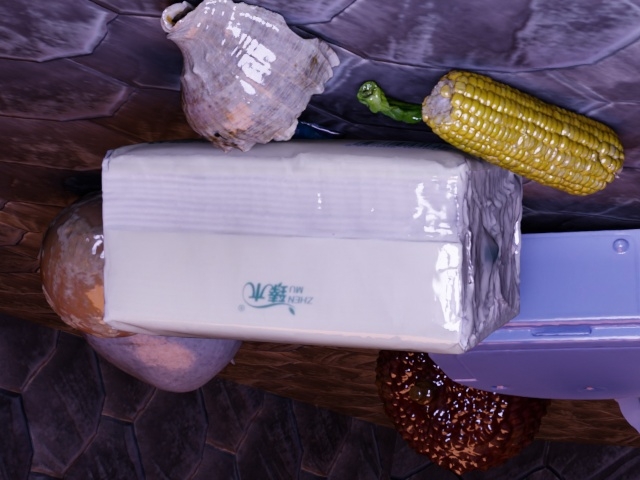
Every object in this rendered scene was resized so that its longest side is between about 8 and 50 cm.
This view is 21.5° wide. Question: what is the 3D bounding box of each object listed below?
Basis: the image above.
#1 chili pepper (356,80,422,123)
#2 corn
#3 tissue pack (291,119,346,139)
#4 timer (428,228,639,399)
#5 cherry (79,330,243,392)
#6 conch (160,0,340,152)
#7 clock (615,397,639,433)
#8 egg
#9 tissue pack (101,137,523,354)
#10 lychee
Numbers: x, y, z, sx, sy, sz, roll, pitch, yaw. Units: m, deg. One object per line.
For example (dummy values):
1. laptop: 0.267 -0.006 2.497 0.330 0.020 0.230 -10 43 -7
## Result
1. chili pepper: 0.068 -0.133 1.663 0.091 0.030 0.034 18 141 -43
2. corn: 0.197 -0.099 1.602 0.238 0.080 0.080 16 167 -32
3. tissue pack: -0.023 -0.108 1.863 0.085 0.028 0.138 11 165 -6
4. timer: 0.324 0.087 2.099 0.395 0.173 0.395 1 163 0
5. cherry: -0.242 0.119 2.625 0.296 0.218 0.255 25 168 -35
6. conch: -0.067 -0.160 1.550 0.155 0.130 0.207 -27 133 11
7. clock: 0.578 0.194 2.486 0.254 0.189 0.189 2 173 -28
8. egg: -0.287 0.033 2.308 0.203 0.203 0.245 9 159 6
9. tissue pack: 0.000 0.000 1.723 0.380 0.207 0.297 2 -176 19
10. lychee: 0.220 0.214 2.574 0.275 0.276 0.304 1 -174 37
